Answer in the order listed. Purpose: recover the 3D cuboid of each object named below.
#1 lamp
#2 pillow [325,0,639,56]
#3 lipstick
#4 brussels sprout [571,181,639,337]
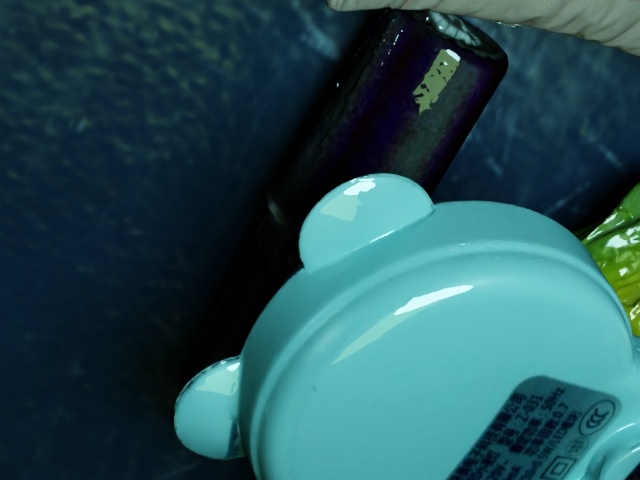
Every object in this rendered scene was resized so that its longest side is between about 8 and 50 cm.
[{"bbox_3d":[0.081,0.085,0.887,0.284,0.147,0.209,29,115,-14],"label":"lamp"},{"bbox_3d":[0.135,-0.199,0.842,0.236,0.084,0.223,8,112,-20],"label":"pillow"},{"bbox_3d":[0.000,0.000,0.942,0.081,0.081,0.299,25,113,-20],"label":"lipstick"},{"bbox_3d":[0.177,0.048,0.987,0.139,0.100,0.181,21,131,-15],"label":"brussels sprout"}]
